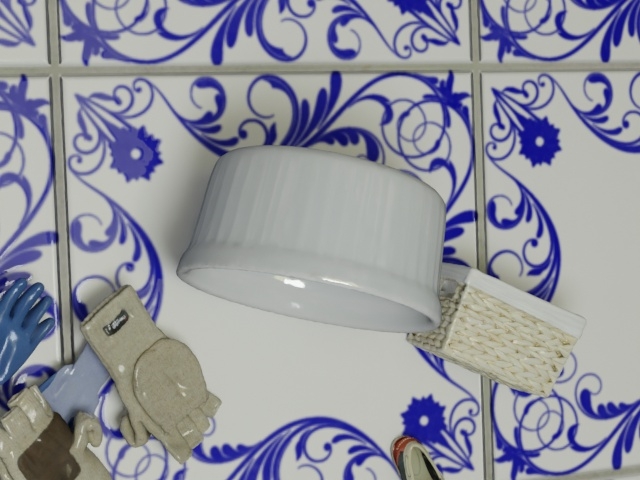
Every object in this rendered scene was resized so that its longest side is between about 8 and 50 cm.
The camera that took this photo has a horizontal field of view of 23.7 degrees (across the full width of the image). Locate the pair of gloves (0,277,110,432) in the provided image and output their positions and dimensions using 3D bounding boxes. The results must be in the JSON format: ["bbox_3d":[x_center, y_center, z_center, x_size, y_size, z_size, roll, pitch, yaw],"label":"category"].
[{"bbox_3d":[-0.300,0.137,1.562,0.198,0.023,0.159,47,66,-31],"label":"pair of gloves"}]

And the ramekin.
[{"bbox_3d":[0.000,0.000,1.579,0.277,0.277,0.135,17,78,-22],"label":"ramekin"}]

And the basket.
[{"bbox_3d":[0.198,0.103,1.745,0.167,0.113,0.103,24,85,-21],"label":"basket"}]

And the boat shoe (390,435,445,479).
[{"bbox_3d":[0.124,0.287,1.757,0.049,0.043,0.137,-31,104,-21],"label":"boat shoe"}]

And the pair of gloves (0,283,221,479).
[{"bbox_3d":[-0.223,0.193,1.584,0.240,0.042,0.204,-51,118,-23],"label":"pair of gloves"}]
